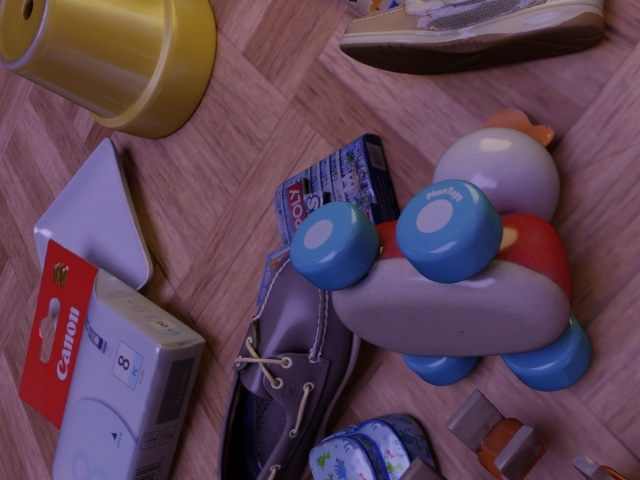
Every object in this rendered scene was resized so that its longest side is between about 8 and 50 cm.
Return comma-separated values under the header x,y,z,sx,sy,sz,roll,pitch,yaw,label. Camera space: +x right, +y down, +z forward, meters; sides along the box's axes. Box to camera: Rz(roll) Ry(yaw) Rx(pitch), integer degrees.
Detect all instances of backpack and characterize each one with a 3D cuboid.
x,y,z,sx,sy,sz,roll,pitch,yaw,label
0.053,0.235,0.686,0.114,0.084,0.105,-36,64,30,backpack

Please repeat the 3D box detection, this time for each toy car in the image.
x,y,z,sx,sy,sz,roll,pitch,yaw,label
0.130,-0.019,0.612,0.210,0.219,0.238,-8,50,42,toy car

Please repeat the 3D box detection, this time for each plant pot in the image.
x,y,z,sx,sy,sz,roll,pitch,yaw,label
-0.323,-0.297,0.989,0.254,0.239,0.254,-7,79,40,plant pot

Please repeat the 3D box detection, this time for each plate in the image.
x,y,z,sx,sy,sz,roll,pitch,yaw,label
-0.374,0.017,1.121,0.278,0.045,0.277,-40,59,31,plate

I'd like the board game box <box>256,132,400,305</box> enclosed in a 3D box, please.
x,y,z,sx,sy,sz,roll,pitch,yaw,label
0.000,0.000,0.780,0.194,0.060,0.194,-26,68,36,board game box

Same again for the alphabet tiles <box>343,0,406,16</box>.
x,y,z,sx,sy,sz,roll,pitch,yaw,label
0.094,-0.354,0.779,0.237,0.009,0.198,47,114,35,alphabet tiles

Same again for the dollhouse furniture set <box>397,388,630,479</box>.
x,y,z,sx,sy,sz,roll,pitch,yaw,label
0.161,0.285,0.489,0.259,0.135,0.262,-49,38,-6,dollhouse furniture set

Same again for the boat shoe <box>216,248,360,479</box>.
x,y,z,sx,sy,sz,roll,pitch,yaw,label
-0.043,0.149,0.726,0.117,0.097,0.324,30,118,32,boat shoe

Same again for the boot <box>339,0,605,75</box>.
x,y,z,sx,sy,sz,roll,pitch,yaw,label
0.143,-0.277,0.662,0.262,0.095,0.203,2,87,36,boot

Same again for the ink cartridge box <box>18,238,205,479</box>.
x,y,z,sx,sy,sz,roll,pitch,yaw,label
-0.360,0.204,1.010,0.385,0.091,0.308,26,107,32,ink cartridge box
